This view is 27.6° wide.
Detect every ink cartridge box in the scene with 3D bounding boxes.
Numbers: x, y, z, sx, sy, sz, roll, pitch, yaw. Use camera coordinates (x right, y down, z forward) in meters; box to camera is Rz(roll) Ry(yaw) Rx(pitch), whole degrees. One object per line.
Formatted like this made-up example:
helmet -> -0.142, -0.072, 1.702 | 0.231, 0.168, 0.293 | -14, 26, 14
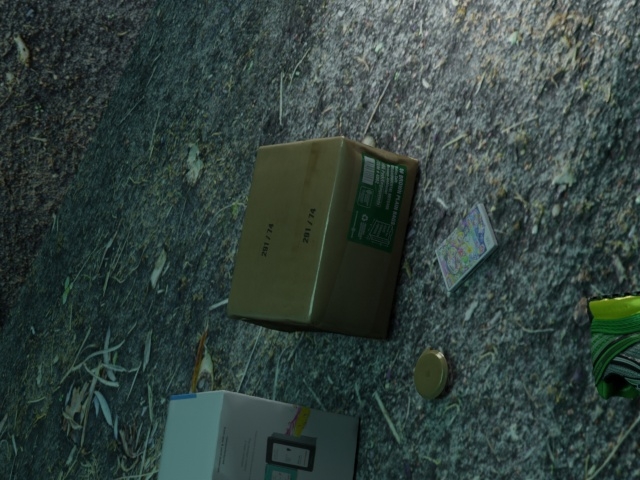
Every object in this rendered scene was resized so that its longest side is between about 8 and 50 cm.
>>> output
ink cartridge box -> -0.105, 0.373, 2.183 | 0.198, 0.270, 0.197 | -15, 64, 56

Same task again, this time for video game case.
video game case -> 0.228, 0.013, 2.042 | 0.122, 0.011, 0.087 | -49, 39, 36

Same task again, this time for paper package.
paper package -> 0.000, 0.000, 2.268 | 0.309, 0.168, 0.325 | 0, 77, 57

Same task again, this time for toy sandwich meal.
toy sandwich meal -> 0.176, 0.209, 2.030 | 0.085, 0.029, 0.085 | -22, 62, 49

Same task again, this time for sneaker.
sneaker -> 0.450, 0.128, 1.545 | 0.343, 0.134, 0.146 | 160, 112, -64
